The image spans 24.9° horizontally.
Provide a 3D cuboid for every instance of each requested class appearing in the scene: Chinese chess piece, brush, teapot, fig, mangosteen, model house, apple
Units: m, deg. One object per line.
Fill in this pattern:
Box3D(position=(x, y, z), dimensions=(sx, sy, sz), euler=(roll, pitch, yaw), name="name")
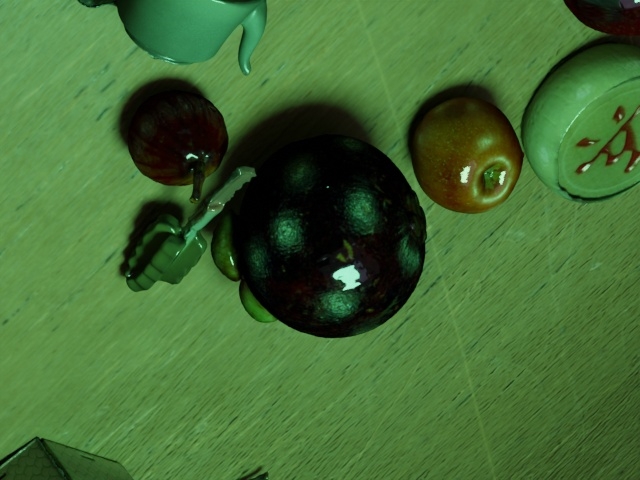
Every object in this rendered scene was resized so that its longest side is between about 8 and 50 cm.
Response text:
Box3D(position=(0.420, -0.173, 2.149), dimensions=(0.250, 0.103, 0.249), euler=(-18, 136, -18), name="Chinese chess piece")
Box3D(position=(-0.164, -0.021, 1.866), dimensions=(0.084, 0.071, 0.301), euler=(-6, 156, -35), name="brush")
Box3D(position=(-0.172, -0.273, 1.665), dimensions=(0.239, 0.162, 0.149), euler=(22, 127, -16), name="teapot")
Box3D(position=(-0.181, -0.120, 1.795), dimensions=(0.128, 0.150, 0.128), euler=(4, 116, 9), name="fig")
Box3D(position=(0.000, 0.000, 1.917), dimensions=(0.288, 0.288, 0.288), euler=(-18, 134, -19), name="mangosteen")
Box3D(position=(-0.405, 0.412, 2.094), dimensions=(0.326, 0.169, 0.244), euler=(-9, 123, -29), name="model house")
Box3D(position=(0.206, -0.116, 2.032), dimensions=(0.163, 0.139, 0.163), euler=(-16, 134, -17), name="apple")

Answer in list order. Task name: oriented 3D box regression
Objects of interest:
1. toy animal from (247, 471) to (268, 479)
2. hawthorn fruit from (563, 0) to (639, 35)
Box3D(position=(-0.182, 0.432, 2.311), dimensions=(0.230, 0.066, 0.224), euler=(-21, 135, -9), name="toy animal")
Box3D(position=(0.435, -0.383, 1.912), dimensions=(0.266, 0.210, 0.230), euler=(-10, 126, -48), name="hawthorn fruit")
